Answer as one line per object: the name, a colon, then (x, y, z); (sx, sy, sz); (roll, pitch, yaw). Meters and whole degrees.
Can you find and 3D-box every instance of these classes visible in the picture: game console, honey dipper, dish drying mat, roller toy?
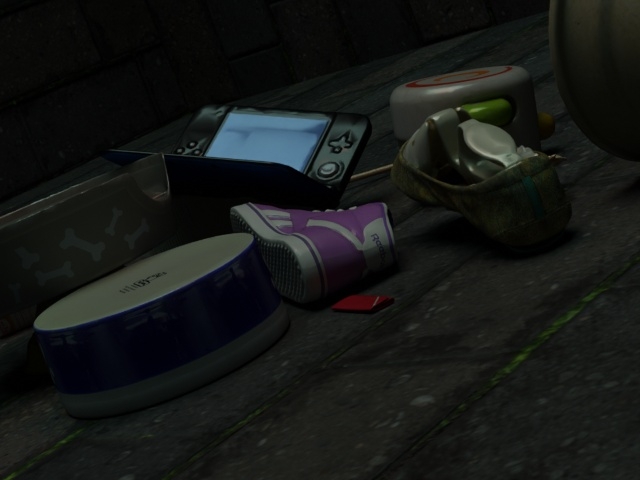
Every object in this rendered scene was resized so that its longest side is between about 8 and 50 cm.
game console: (-0.111, -0.143, 1.984); (0.293, 0.173, 0.250); (7, 51, 24)
honey dipper: (0.061, -0.099, 2.227); (0.160, 0.030, 0.030); (-16, 12, 10)
dish drying mat: (0.044, 0.067, 1.519); (0.032, 0.008, 0.083); (-28, 13, -27)
roller toy: (0.196, -0.147, 1.906); (0.191, 0.146, 0.209); (-3, 14, 32)

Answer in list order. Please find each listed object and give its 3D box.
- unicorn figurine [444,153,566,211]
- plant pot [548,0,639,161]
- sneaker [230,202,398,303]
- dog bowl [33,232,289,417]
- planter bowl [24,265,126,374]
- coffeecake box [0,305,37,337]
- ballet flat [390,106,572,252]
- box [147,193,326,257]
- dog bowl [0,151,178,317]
unicorn figurine: (0.211, -0.060, 1.720); (0.162, 0.060, 0.111); (-9, -2, -16)
plant pot: (0.464, -0.228, 1.486); (0.334, 0.334, 0.305); (-27, 24, -28)
sneaker: (0.000, 0.001, 1.711); (0.161, 0.102, 0.282); (-21, 21, -19)
dog bowl: (-0.174, 0.089, 1.561); (0.265, 0.104, 0.265); (-20, 12, 4)
planter bowl: (-0.295, 0.085, 1.833); (0.217, 0.090, 0.217); (-19, 12, 4)
coffeecake box: (-0.423, 0.049, 2.153); (0.185, 0.068, 0.142); (-23, 40, -11)
ballet flat: (0.165, -0.088, 1.596); (0.123, 0.123, 0.348); (-23, 23, -13)
box: (-0.133, -0.048, 2.120); (0.275, 0.113, 0.094); (-20, 11, -1)
dog bowl: (-0.336, 0.003, 1.783); (0.349, 0.102, 0.349); (-22, 8, 3)
